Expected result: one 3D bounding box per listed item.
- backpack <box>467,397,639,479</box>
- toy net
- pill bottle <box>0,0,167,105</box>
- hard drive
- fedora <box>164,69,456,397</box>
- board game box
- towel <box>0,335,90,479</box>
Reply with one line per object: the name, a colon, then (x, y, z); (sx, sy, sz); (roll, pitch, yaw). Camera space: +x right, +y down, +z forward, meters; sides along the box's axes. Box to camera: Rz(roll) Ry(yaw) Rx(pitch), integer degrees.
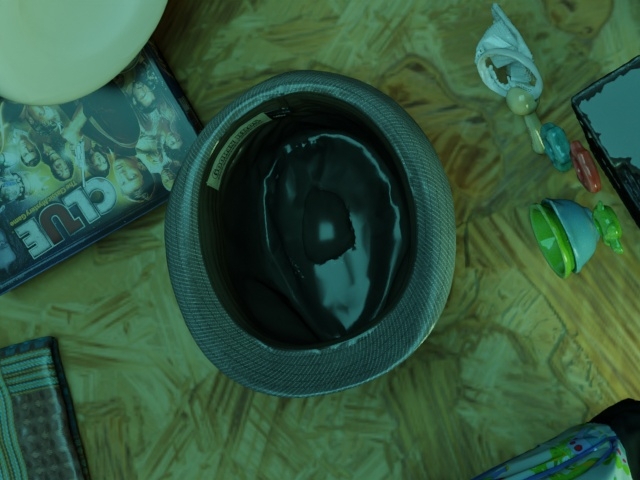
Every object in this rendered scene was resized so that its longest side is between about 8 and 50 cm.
backpack: (0.136, 0.306, 1.088); (0.355, 0.273, 0.290); (-18, 84, 1)
toy net: (0.175, -0.085, 1.198); (0.045, 0.122, 0.232); (-23, 85, -3)
pill bottle: (-0.335, -0.288, 1.252); (0.407, 0.229, 0.229); (29, 95, 31)
hard drive: (0.274, 0.002, 1.058); (0.064, 0.339, 0.237); (-31, 80, 9)
fedora: (0.000, 0.000, 1.237); (0.243, 0.124, 0.275); (-21, 75, 10)
board game box: (-0.230, -0.076, 1.324); (0.243, 0.042, 0.165); (-29, 94, 11)
towel: (-0.386, 0.263, 1.370); (0.370, 0.040, 0.271); (-17, 85, 13)
